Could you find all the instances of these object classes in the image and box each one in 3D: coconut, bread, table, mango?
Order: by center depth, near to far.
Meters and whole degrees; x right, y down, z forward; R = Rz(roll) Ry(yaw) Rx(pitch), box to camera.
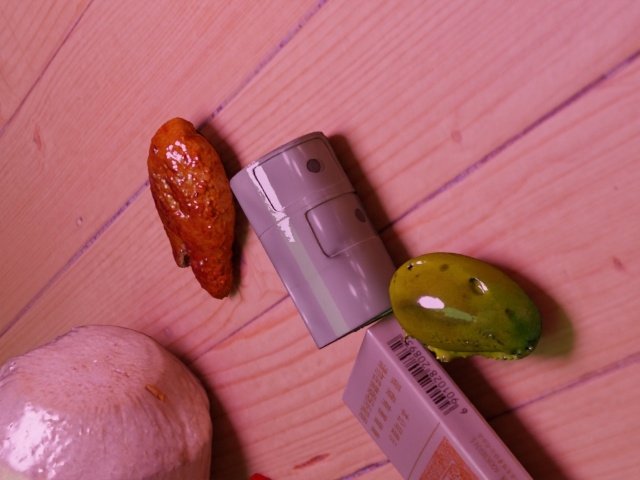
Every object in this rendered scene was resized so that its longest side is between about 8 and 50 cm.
[{"bbox_3d":[0.153,0.070,1.348,0.178,0.100,0.119,14,151,37],"label":"mango"},{"bbox_3d":[0.000,0.000,1.471,0.126,0.126,0.220,-36,80,53],"label":"table"},{"bbox_3d":[-0.170,-0.036,1.693,0.139,0.095,0.269,42,141,40],"label":"bread"},{"bbox_3d":[-0.342,0.337,1.862,0.344,0.415,0.415,38,135,37],"label":"coconut"}]

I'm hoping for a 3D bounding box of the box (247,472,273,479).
[{"bbox_3d":[-0.056,0.457,1.852,0.123,0.050,0.229,13,118,45],"label":"box"}]

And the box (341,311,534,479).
[{"bbox_3d":[0.162,0.268,1.440,0.365,0.051,0.205,51,155,19],"label":"box"}]
